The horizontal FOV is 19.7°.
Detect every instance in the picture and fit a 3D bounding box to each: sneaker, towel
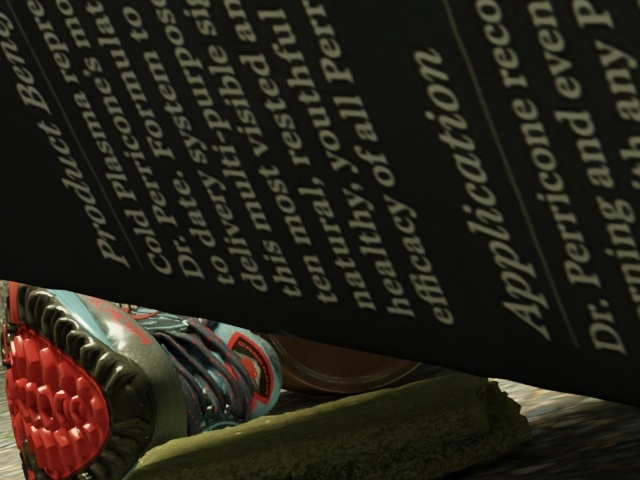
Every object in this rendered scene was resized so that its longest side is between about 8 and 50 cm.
[{"bbox_3d":[-0.077,0.058,0.835,0.125,0.104,0.262,-12,0,-13],"label":"sneaker"},{"bbox_3d":[0.000,0.077,0.657,0.148,0.027,0.110,-13,1,3],"label":"towel"}]

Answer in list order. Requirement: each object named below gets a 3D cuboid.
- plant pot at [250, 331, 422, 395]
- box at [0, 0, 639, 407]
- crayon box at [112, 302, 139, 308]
[{"bbox_3d":[0.000,0.000,1.044,0.215,0.215,0.230,-14,14,-5],"label":"plant pot"},{"bbox_3d":[0.101,-0.214,0.549,0.471,0.297,0.480,10,42,46],"label":"box"},{"bbox_3d":[0.017,0.031,1.373,0.363,0.106,0.313,-13,-1,6],"label":"crayon box"}]
